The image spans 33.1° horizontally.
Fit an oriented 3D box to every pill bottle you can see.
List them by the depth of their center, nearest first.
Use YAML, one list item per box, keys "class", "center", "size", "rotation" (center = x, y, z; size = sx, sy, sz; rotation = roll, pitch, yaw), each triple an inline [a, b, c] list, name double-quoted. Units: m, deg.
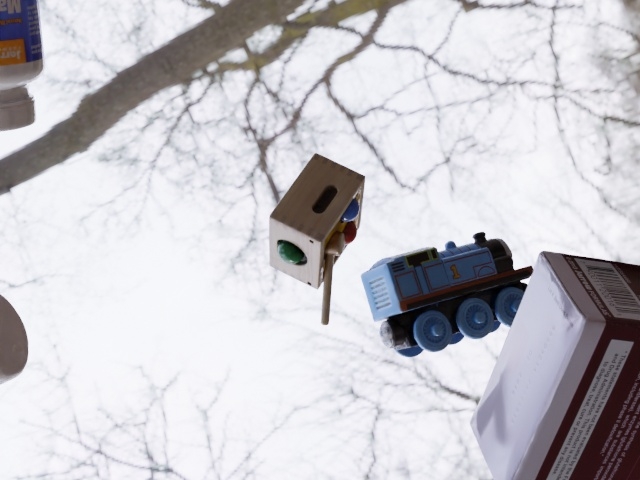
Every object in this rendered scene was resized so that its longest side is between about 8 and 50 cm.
- class: "pill bottle"
  center: [-0.463, 0.145, 1.282]
  size: [0.117, 0.208, 0.117]
  rotation: [56, -161, -30]
- class: "pill bottle"
  center: [-0.461, -0.292, 1.481]
  size: [0.152, 0.152, 0.272]
  rotation: [-33, -55, -58]

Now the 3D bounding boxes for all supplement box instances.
- class: "supplement box"
  center: [0.224, 0.091, 0.630]
  size: [0.239, 0.130, 0.073]
  rotation: [9, -151, -16]

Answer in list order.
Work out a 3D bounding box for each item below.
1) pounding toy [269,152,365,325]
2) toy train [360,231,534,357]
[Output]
- class: "pounding toy"
  center: [0.000, 0.000, 1.301]
  size: [0.141, 0.100, 0.130]
  rotation: [-56, -16, -29]
- class: "toy train"
  center: [0.134, 0.053, 1.099]
  size: [0.184, 0.080, 0.105]
  rotation: [-14, -95, -25]
